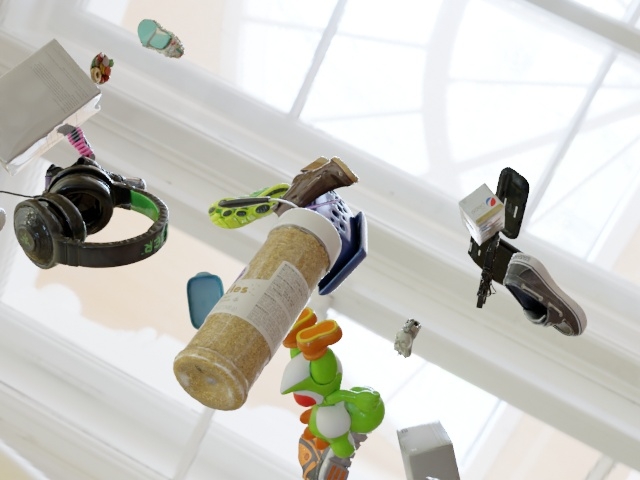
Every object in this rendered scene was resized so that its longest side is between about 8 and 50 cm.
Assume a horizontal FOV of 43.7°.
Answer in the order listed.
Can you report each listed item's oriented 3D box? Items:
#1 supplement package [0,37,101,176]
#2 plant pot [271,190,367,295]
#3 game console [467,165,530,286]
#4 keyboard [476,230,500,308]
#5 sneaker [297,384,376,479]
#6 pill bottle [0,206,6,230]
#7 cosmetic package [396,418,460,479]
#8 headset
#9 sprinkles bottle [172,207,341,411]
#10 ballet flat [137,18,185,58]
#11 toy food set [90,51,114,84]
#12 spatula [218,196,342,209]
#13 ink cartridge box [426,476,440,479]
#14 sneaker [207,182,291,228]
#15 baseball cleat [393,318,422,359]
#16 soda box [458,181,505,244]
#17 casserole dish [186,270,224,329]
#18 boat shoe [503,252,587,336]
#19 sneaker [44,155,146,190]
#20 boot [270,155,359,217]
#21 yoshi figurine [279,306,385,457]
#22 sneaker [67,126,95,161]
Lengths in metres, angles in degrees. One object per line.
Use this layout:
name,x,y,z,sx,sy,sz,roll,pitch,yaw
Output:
supplement package,-0.718,-0.327,1.991,0.293,0.177,0.175,-42,6,-17
plant pot,0.000,0.000,2.242,0.236,0.212,0.236,-49,20,28
game console,0.513,-0.028,2.180,0.044,0.213,0.361,-26,-43,-30
keyboard,0.361,0.077,1.681,0.100,0.038,0.192,-57,-24,-37
sneaker,0.034,0.544,2.264,0.180,0.124,0.321,4,57,54
pill bottle,-0.817,-0.071,1.831,0.108,0.108,0.180,-62,-28,-6
cosmetic package,0.231,0.500,1.618,0.127,0.107,0.237,-116,15,-76
headset,-0.482,-0.025,1.502,0.243,0.394,0.185,-65,-14,-59
sprinkles bottle,-0.087,0.096,1.236,0.355,0.121,0.121,-56,-9,-44
ballet flat,-0.472,-0.587,2.361,0.077,0.241,0.091,31,-81,-43
toy food set,-0.565,-0.443,2.058,0.083,0.020,0.082,0,-79,-68
spatula,-0.095,-0.085,1.837,0.084,0.297,0.030,-34,-55,-72
ink cartridge box,0.207,0.389,1.175,0.029,0.115,0.063,-63,26,8
sneaker,-0.223,-0.108,2.631,0.123,0.296,0.109,-30,-75,-88
baseball cleat,0.286,0.315,2.565,0.109,0.072,0.206,-48,-15,-14
soda box,0.350,-0.054,1.730,0.074,0.069,0.216,-37,-17,4
casserole dish,-0.349,0.189,2.439,0.037,0.114,0.188,143,119,-75
boat shoe,0.527,0.156,1.887,0.108,0.301,0.102,4,56,49
sneaker,-0.579,-0.160,2.081,0.283,0.107,0.124,-14,-70,-45
boot,-0.017,-0.120,2.054,0.207,0.090,0.248,-48,24,-6
yoshi figurine,0.043,0.322,1.822,0.203,0.203,0.362,-64,-39,-58
sneaker,-0.662,-0.268,2.218,0.047,0.119,0.057,-26,9,0
